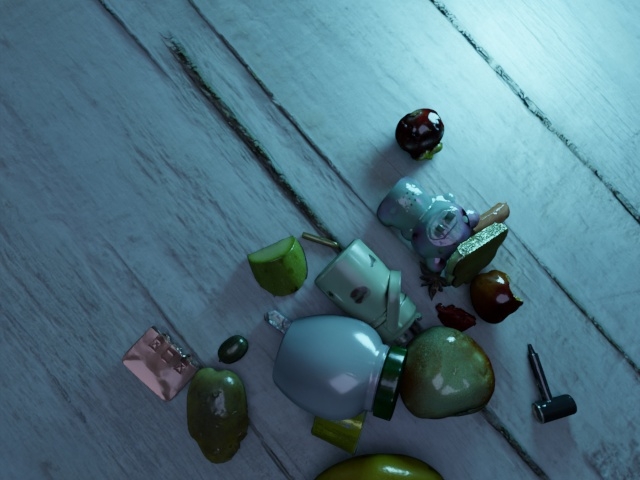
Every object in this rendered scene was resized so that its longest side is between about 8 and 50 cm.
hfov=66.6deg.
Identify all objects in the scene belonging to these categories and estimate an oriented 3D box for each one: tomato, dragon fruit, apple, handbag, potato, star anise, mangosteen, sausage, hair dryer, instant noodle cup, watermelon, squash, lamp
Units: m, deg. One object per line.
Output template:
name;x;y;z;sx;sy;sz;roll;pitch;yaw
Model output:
tomato;0.395;0.425;1.522;0.302;0.239;0.304;1;82;-6
dragon fruit;0.454;0.251;1.631;0.097;0.063;0.131;-42;87;-6
apple;0.566;0.183;1.601;0.146;0.156;0.158;-31;65;-9
handbag;-0.516;0.399;1.582;0.212;0.059;0.157;41;85;1
potato;-0.323;0.549;1.533;0.191;0.141;0.297;-8;86;-1
star anise;0.375;0.123;1.649;0.124;0.056;0.129;-31;81;-30
mangosteen;0.345;-0.353;1.656;0.166;0.166;0.180;-32;110;-5
sausage;0.584;-0.074;1.675;0.169;0.065;0.065;-31;86;-5
hair dryer;0.754;0.467;1.623;0.128;0.070;0.256;-12;80;-4
instant noodle cup;0.062;0.552;1.524;0.152;0.205;0.205;15;83;6
watermelon;-0.287;0.357;1.587;0.110;0.078;0.078;-36;86;-4
sausage;0.000;0.000;1.662;0.132;0.024;0.024;18;83;1
squash;-0.132;0.092;1.617;0.191;0.085;0.184;-25;84;-3
lamp;0.348;-0.072;1.579;0.301;0.247;0.247;39;81;10

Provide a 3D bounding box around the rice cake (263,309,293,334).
rice cake;-0.031;0.338;1.599;0.364;0.073;0.056;34;81;2

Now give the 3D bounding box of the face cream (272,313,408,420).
face cream;0.061;0.369;1.429;0.356;0.220;0.313;14;50;16

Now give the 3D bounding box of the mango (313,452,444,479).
mango;0.180;0.789;1.478;0.444;0.221;0.302;4;112;3

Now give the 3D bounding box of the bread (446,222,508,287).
bread;0.495;0.058;1.584;0.286;0.208;0.056;-23;52;-32

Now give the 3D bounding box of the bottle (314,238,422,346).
bottle;0.174;0.175;1.554;0.351;0.229;0.229;44;84;2
